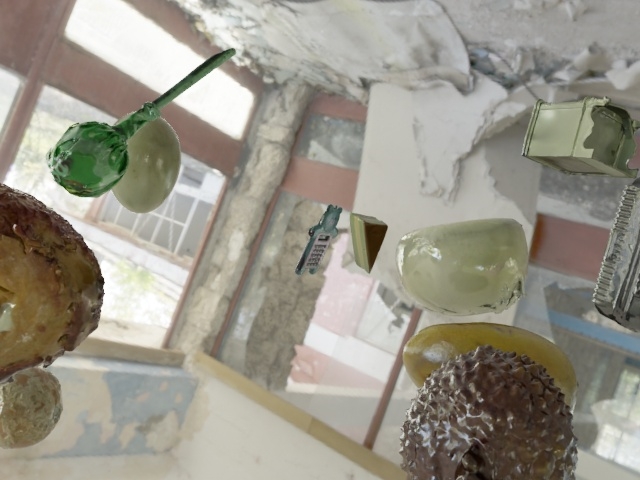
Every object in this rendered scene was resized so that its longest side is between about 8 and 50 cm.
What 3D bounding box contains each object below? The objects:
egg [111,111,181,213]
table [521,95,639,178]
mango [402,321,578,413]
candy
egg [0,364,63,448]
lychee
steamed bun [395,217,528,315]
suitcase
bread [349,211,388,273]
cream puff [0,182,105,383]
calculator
[{"bbox_3d":[-0.444,-0.193,1.435,0.188,0.254,0.188,3,-172,0],"label":"egg"},{"bbox_3d":[0.264,-0.102,0.572,0.079,0.063,0.083,14,-178,-29],"label":"table"},{"bbox_3d":[0.323,0.259,1.102,0.364,0.182,0.253,26,136,-14],"label":"mango"},{"bbox_3d":[-0.227,-0.179,0.782,0.097,0.323,0.097,32,152,19],"label":"candy"},{"bbox_3d":[-0.761,0.415,1.468,0.194,0.195,0.233,23,-159,-43],"label":"egg"},{"bbox_3d":[0.177,0.216,0.612,0.200,0.200,0.238,20,-169,19],"label":"lychee"},{"bbox_3d":[0.350,0.076,1.445,0.311,0.233,0.334,-8,173,8],"label":"steamed bun"},{"bbox_3d":[0.510,0.032,0.743,0.312,0.202,0.128,6,-168,-25],"label":"suitcase"},{"bbox_3d":[0.101,0.008,1.447,0.084,0.139,0.074,8,-160,-36],"label":"bread"},{"bbox_3d":[-0.510,0.060,0.875,0.350,0.351,0.229,22,-165,-25],"label":"cream puff"},{"bbox_3d":[0.000,0.000,1.033,0.019,0.141,0.094,31,-166,26],"label":"calculator"}]
